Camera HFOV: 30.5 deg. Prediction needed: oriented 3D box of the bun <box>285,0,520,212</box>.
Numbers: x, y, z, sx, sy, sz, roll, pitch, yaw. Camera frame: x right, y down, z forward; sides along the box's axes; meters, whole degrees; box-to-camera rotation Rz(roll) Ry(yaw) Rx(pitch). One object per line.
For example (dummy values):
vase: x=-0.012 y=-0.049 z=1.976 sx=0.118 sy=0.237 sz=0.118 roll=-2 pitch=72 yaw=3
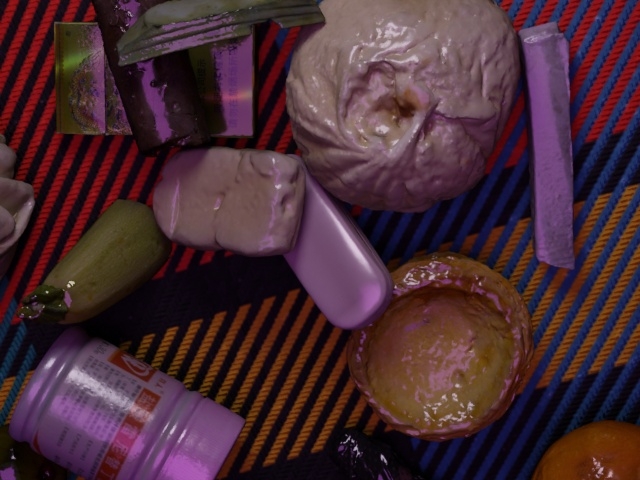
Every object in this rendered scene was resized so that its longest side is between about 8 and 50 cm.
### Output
bun: x=0.118 y=-0.212 z=1.660 sx=0.352 sy=0.227 sz=0.349 roll=-21 pitch=96 yaw=8

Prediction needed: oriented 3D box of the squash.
squash: x=-0.351 y=0.067 z=1.772 sx=0.137 sy=0.287 sz=0.137 roll=16 pitch=130 yaw=20

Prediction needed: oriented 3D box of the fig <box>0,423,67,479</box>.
fig: x=-0.540 y=0.370 z=1.917 sx=0.259 sy=0.151 sz=0.151 roll=-3 pitch=101 yaw=30

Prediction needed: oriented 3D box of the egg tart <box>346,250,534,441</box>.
egg tart: x=0.181 y=0.154 z=1.778 sx=0.293 sy=0.123 sz=0.294 roll=1 pitch=104 yaw=5

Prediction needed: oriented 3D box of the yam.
yam: x=-0.248 y=-0.263 z=1.696 sx=0.131 sy=0.131 sz=0.280 roll=-14 pitch=97 yaw=9

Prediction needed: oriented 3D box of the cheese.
cheese: x=-0.138 y=-0.059 z=1.739 sx=0.262 sy=0.093 sz=0.159 roll=9 pitch=90 yaw=37

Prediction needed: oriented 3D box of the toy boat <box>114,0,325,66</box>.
toy boat: x=-0.142 y=-0.303 z=1.604 sx=0.292 sy=0.093 sz=0.055 roll=-14 pitch=133 yaw=-5

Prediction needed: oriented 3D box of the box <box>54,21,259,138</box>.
box: x=-0.250 y=-0.245 z=1.787 sx=0.311 sy=0.043 sz=0.173 roll=2 pitch=100 yaw=6

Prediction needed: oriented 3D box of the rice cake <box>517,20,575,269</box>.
rice cake: x=0.339 y=-0.137 z=1.734 sx=0.072 sy=0.056 sz=0.365 roll=-6 pitch=100 yaw=2

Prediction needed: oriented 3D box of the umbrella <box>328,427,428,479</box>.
umbrella: x=0.154 y=0.412 z=1.846 sx=0.326 sy=0.090 sz=0.094 roll=37 pitch=99 yaw=-2

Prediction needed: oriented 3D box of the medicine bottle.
medicine bottle: x=-0.296 y=0.289 z=1.816 sx=0.315 sy=0.202 sz=0.202 roll=28 pitch=103 yaw=1

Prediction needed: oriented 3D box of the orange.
orange: x=0.436 y=0.397 z=1.739 sx=0.261 sy=0.261 sz=0.261 roll=1 pitch=101 yaw=6

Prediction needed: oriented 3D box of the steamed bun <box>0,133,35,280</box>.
steamed bun: x=-0.632 y=-0.046 z=1.768 sx=0.339 sy=0.247 sz=0.352 roll=33 pitch=107 yaw=1

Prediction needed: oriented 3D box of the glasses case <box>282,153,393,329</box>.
glasses case: x=0.000 y=0.000 z=1.740 sx=0.113 sy=0.075 sz=0.297 roll=-42 pitch=66 yaw=19
